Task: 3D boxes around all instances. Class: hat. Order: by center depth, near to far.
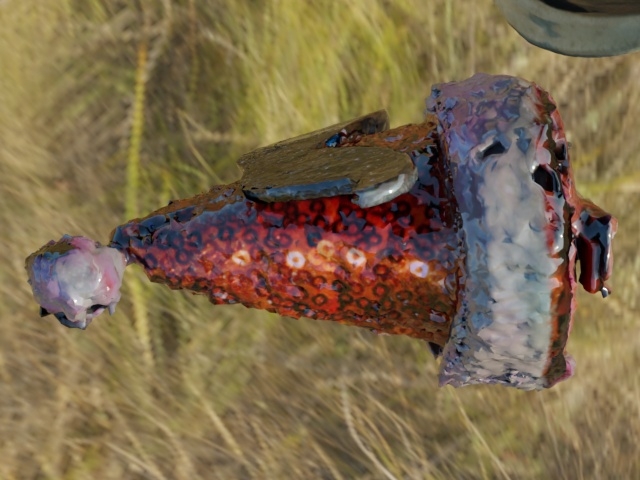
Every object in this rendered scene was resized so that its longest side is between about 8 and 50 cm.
[{"bbox_3d":[0.000,-0.004,0.767,0.227,0.129,0.140,-5,37,-5],"label":"hat"}]

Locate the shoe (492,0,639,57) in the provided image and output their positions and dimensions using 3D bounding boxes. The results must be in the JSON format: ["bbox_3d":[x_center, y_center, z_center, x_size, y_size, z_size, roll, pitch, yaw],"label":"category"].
[{"bbox_3d":[0.056,-0.141,0.630,0.099,0.112,0.227,-47,36,0],"label":"shoe"}]
